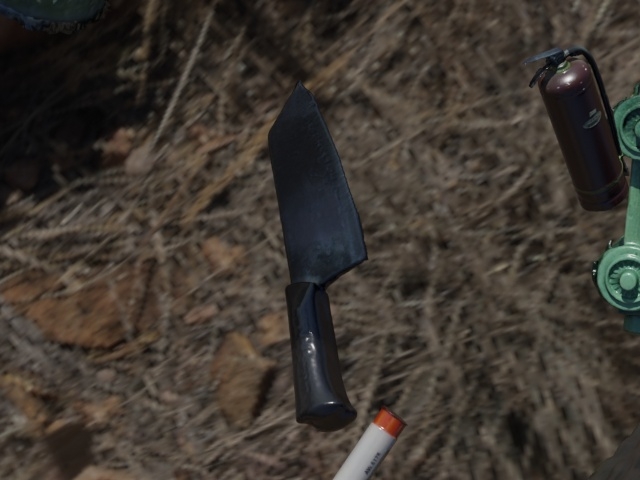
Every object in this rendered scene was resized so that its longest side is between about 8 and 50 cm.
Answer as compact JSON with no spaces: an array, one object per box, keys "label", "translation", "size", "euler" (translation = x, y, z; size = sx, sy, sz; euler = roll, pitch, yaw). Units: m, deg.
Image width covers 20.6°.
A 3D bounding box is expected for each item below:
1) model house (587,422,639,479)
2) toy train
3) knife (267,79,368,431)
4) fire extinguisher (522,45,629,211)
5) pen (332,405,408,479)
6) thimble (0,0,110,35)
[{"label":"model house","translation":[0.254,0.151,0.820],"size":[0.243,0.298,0.284],"euler":[36,89,-10]},{"label":"toy train","translation":[0.390,-0.037,1.814],"size":[0.202,0.120,0.300],"euler":[8,104,14]},{"label":"knife","translation":[0.000,0.000,1.012],"size":[0.028,0.060,0.230],"euler":[29,41,-43]},{"label":"fire extinguisher","translation":[0.204,-0.093,1.386],"size":[0.064,0.043,0.158],"euler":[-37,128,-15]},{"label":"pen","translation":[-0.007,0.236,1.398],"size":[0.028,0.028,0.239],"euler":[35,86,-11]},{"label":"thimble","translation":[-0.254,-0.318,1.489],"size":[0.271,0.271,0.150],"euler":[36,66,-10]}]
